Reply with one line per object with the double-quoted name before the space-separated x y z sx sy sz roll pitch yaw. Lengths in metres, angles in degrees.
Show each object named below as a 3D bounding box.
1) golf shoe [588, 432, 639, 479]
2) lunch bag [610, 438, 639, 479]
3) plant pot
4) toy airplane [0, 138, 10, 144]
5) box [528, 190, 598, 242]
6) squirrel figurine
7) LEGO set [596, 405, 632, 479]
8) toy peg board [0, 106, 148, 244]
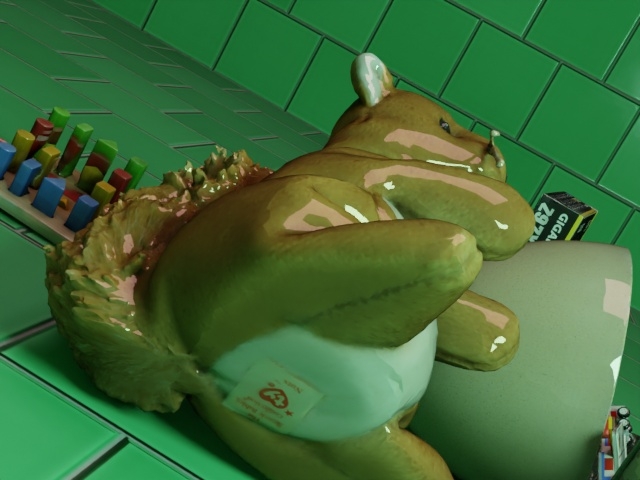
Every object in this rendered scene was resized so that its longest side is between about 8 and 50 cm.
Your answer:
"golf shoe" 0.366 0.297 1.135 0.273 0.105 0.120 25 -34 61
"lunch bag" 0.333 0.253 0.715 0.305 0.255 0.212 13 15 -16
"plant pot" 0.175 0.120 1.028 0.191 0.284 0.284 15 11 7
"toy airplane" -0.376 -0.108 1.233 0.151 0.028 0.151 27 13 -7
"box" 0.347 0.048 1.682 0.079 0.257 0.322 33 12 14
"squirrel figurine" -0.018 -0.008 0.876 0.397 0.281 0.370 3 40 17
"LEGO set" 0.270 0.252 0.965 0.060 0.182 0.244 -4 -4 20
"toy peg board" -0.281 -0.075 1.130 0.161 0.079 0.160 32 19 3
